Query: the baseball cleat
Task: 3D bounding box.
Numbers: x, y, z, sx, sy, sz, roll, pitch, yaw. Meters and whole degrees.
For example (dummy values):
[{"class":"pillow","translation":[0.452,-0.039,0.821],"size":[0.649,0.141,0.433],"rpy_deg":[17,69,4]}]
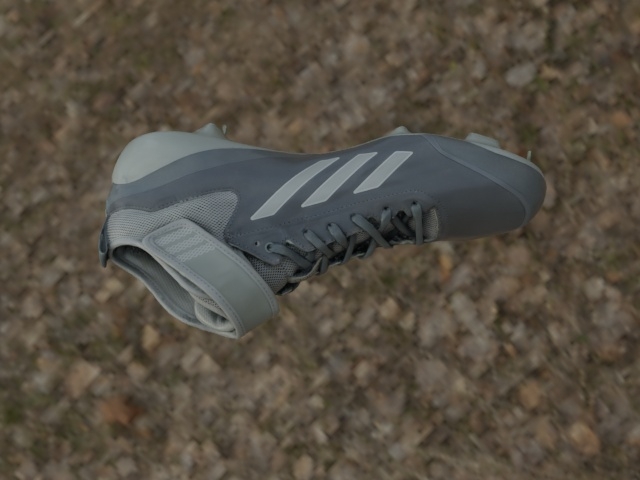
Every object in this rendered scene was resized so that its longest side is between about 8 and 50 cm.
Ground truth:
[{"class":"baseball cleat","translation":[0.000,0.000,0.726],"size":[0.206,0.072,0.109],"rpy_deg":[2,56,11]}]
